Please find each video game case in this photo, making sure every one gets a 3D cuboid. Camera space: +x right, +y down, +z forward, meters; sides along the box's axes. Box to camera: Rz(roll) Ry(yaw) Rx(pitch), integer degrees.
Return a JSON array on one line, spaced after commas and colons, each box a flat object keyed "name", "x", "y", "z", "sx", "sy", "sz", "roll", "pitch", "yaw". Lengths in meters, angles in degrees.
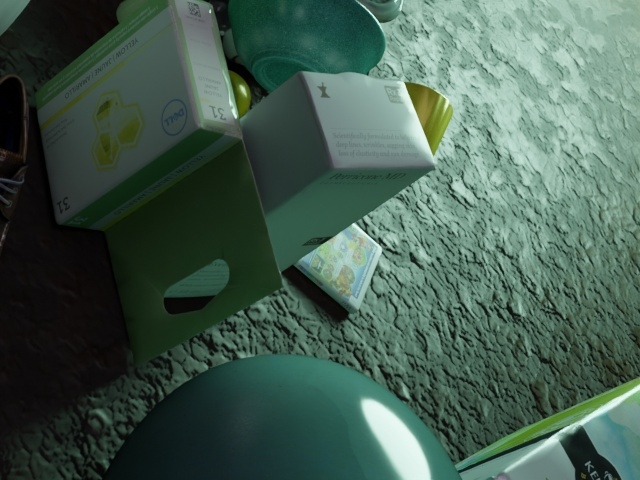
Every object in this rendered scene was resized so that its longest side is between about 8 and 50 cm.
[{"name": "video game case", "x": 0.000, "y": 0.000, "z": 1.163, "sx": 0.122, "sy": 0.011, "sz": 0.087, "roll": 41, "pitch": 43, "yaw": -16}]

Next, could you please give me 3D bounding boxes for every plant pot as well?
[{"name": "plant pot", "x": -0.023, "y": 0.217, "z": 0.813, "sx": 0.293, "sy": 0.293, "sz": 0.235, "roll": 31, "pitch": 31, "yaw": -25}]

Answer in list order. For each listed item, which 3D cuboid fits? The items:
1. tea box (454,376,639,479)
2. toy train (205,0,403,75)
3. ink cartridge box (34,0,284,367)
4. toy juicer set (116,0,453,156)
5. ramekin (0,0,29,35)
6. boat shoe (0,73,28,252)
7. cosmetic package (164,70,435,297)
[{"name": "tea box", "x": 0.229, "y": 0.311, "z": 1.023, "sx": 0.324, "sy": 0.220, "sz": 0.329, "roll": -18, "pitch": 78, "yaw": -48}, {"name": "toy train", "x": -0.038, "y": -0.301, "z": 1.237, "sx": 0.190, "sy": 0.142, "sz": 0.333, "roll": 6, "pitch": 62, "yaw": -27}, {"name": "ink cartridge box", "x": -0.128, "y": -0.044, "z": 0.950, "sx": 0.056, "sy": 0.171, "sz": 0.235, "roll": 11, "pitch": 58, "yaw": -47}, {"name": "toy juicer set", "x": -0.045, "y": -0.167, "z": 1.065, "sx": 0.329, "sy": 0.209, "sz": 0.089, "roll": 42, "pitch": 55, "yaw": -45}, {"name": "ramekin", "x": -0.295, "y": -0.202, "z": 0.839, "sx": 0.127, "sy": 0.273, "sz": 0.273, "roll": 42, "pitch": 42, "yaw": 3}, {"name": "boat shoe", "x": -0.249, "y": -0.046, "z": 0.918, "sx": 0.066, "sy": 0.066, "sz": 0.183, "roll": 20, "pitch": 53, "yaw": -33}, {"name": "cosmetic package", "x": -0.036, "y": -0.038, "z": 0.988, "sx": 0.117, "sy": 0.231, "sz": 0.085, "roll": -4, "pitch": 69, "yaw": -44}]
